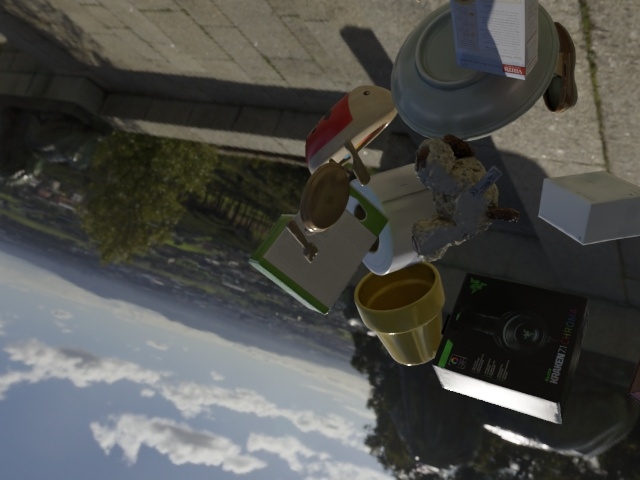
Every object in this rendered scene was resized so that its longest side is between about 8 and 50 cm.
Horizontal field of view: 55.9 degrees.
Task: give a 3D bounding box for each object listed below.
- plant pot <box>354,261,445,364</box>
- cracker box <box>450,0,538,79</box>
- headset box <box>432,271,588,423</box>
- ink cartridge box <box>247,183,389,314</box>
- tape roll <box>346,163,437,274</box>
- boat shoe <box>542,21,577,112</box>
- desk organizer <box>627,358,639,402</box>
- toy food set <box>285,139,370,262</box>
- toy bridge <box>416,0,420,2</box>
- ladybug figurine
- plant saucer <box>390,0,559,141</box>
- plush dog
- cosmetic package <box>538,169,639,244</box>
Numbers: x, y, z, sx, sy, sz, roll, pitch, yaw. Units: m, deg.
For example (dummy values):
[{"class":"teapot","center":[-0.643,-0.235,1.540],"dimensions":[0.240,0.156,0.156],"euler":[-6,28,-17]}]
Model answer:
[{"class":"plant pot","center":[0.250,0.221,1.758],"dimensions":[0.254,0.254,0.239],"euler":[8,128,44]},{"class":"cracker box","center":[0.340,-0.439,1.182],"dimensions":[0.155,0.067,0.232],"euler":[23,153,31]},{"class":"headset box","center":[0.406,0.222,1.312],"dimensions":[0.283,0.246,0.131],"euler":[12,151,31]},{"class":"ink cartridge box","center":[0.000,0.000,1.297],"dimensions":[0.188,0.255,0.097],"euler":[40,168,-18]},{"class":"tape roll","center":[0.186,-0.053,1.489],"dimensions":[0.169,0.246,0.246],"euler":[-17,180,-18]},{"class":"boat shoe","center":[0.840,-0.613,2.161],"dimensions":[0.120,0.324,0.122],"euler":[-28,-164,-36]},{"class":"desk organizer","center":[0.737,0.297,1.341],"dimensions":[0.047,0.130,0.050],"euler":[36,153,1]},{"class":"toy food set","center":[0.004,-0.072,1.021],"dimensions":[0.038,0.192,0.132],"euler":[24,160,35]},{"class":"toy bridge","center":[0.289,-0.918,2.135],"dimensions":[0.188,0.026,0.063],"euler":[38,-171,-12]},{"class":"ladybug figurine","center":[0.090,-0.392,2.146],"dimensions":[0.162,0.305,0.449],"euler":[51,128,1]},{"class":"plant saucer","center":[0.334,-0.428,1.394],"dimensions":[0.400,0.401,0.100],"euler":[12,168,33]},{"class":"plush dog","center":[0.304,-0.100,1.273],"dimensions":[0.210,0.263,0.225],"euler":[3,-156,12]},{"class":"cosmetic package","center":[0.826,-0.105,1.823],"dimensions":[0.224,0.138,0.224],"euler":[-10,-153,-14]}]
